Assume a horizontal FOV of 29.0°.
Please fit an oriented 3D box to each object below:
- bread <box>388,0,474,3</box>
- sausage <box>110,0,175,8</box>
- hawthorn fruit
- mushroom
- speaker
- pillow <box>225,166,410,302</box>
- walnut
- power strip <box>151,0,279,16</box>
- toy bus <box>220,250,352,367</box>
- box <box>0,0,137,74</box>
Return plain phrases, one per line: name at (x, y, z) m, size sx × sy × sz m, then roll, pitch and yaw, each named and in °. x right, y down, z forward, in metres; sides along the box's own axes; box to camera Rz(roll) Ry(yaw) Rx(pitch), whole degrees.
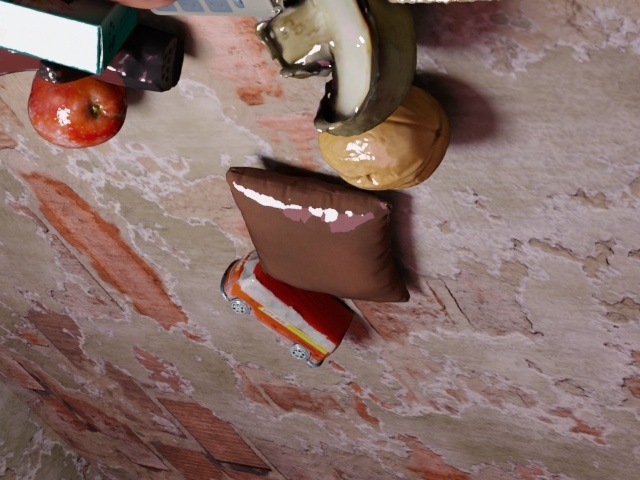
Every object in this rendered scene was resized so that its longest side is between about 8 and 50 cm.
bread at (0.196, -0.382, 1.507) m, size 0.240 × 0.135 × 0.178 m, roll 4°, pitch 108°, yaw 39°
sausage at (-0.394, -0.410, 1.768) m, size 0.433 × 0.088 × 0.088 m, roll 16°, pitch 149°, yaw 5°
hawthorn fruit at (-0.414, -0.238, 2.143) m, size 0.173 × 0.173 × 0.173 m, roll 22°, pitch 150°, yaw 14°
mushroom at (0.043, -0.285, 1.663) m, size 0.189 × 0.164 × 0.267 m, roll -45°, pitch 68°, yaw 36°
speaker at (-0.404, -0.326, 1.954) m, size 0.329 × 0.198 × 0.259 m, roll 14°, pitch 176°, yaw 19°
pillow at (0.000, 0.000, 2.193) m, size 0.305 × 0.108 × 0.308 m, roll 13°, pitch 148°, yaw 20°
walnut at (0.095, -0.151, 1.823) m, size 0.197 × 0.165 × 0.165 m, roll 8°, pitch 144°, yaw 39°
power strip at (-0.172, -0.384, 1.817) m, size 0.270 × 0.046 × 0.118 m, roll 8°, pitch 143°, yaw 34°
toy bus at (-0.064, 0.123, 2.438) m, size 0.265 × 0.121 × 0.120 m, roll 38°, pitch 141°, yaw -12°
box at (-0.409, -0.349, 1.830) m, size 0.245 × 0.153 × 0.092 m, roll 15°, pitch 133°, yaw 5°
